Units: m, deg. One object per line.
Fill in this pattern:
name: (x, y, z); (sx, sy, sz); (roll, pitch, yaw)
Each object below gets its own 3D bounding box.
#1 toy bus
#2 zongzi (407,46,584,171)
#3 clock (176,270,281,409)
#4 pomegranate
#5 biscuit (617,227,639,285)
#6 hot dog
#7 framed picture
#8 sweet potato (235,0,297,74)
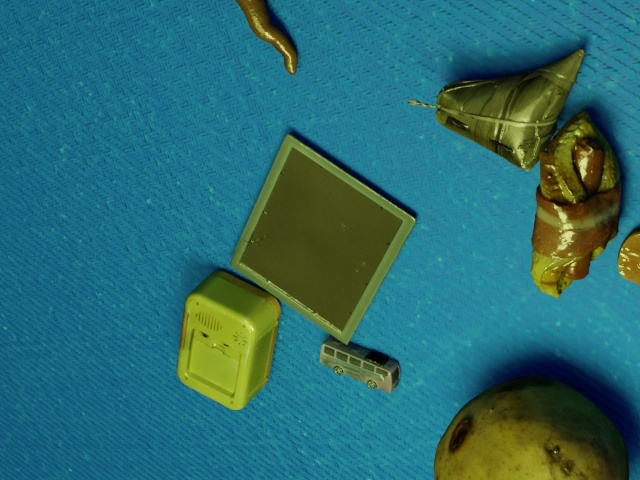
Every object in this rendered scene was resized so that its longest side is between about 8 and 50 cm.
toy bus: (0.062, 0.193, 2.248); (0.131, 0.037, 0.052); (21, 125, 22)
zongzi: (0.228, -0.205, 1.835); (0.189, 0.081, 0.178); (31, 120, 18)
clock: (-0.150, 0.162, 2.328); (0.143, 0.096, 0.202); (27, 131, 19)
pomegranate: (0.294, 0.329, 2.033); (0.281, 0.281, 0.281); (18, 129, 23)
biscuit: (0.461, 0.030, 1.871); (0.140, 0.023, 0.118); (34, 133, 10)
hot dog: (0.334, -0.031, 1.843); (0.093, 0.123, 0.261); (34, 137, 42)
framed picture: (0.000, 0.000, 2.166); (0.232, 0.019, 0.296); (35, 133, 8)
sweet potato: (-0.083, -0.306, 1.990); (0.044, 0.044, 0.179); (-30, 101, 43)
